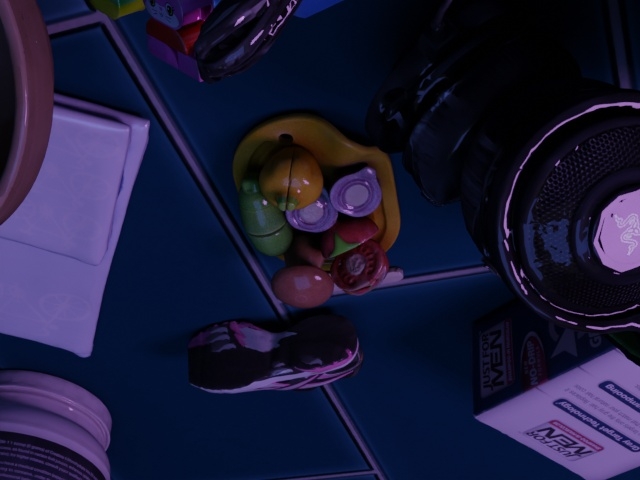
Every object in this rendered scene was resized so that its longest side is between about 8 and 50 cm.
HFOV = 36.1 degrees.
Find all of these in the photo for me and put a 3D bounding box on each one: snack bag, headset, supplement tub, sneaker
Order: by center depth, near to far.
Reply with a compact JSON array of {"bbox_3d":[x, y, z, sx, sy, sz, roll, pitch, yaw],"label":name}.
[{"bbox_3d":[0.097,-0.041,0.578,0.185,0.243,0.394,-39,134,2],"label":"headset"},{"bbox_3d":[-0.331,-0.024,0.826,0.323,0.037,0.342,15,138,-11],"label":"snack bag"},{"bbox_3d":[-0.041,0.122,0.939,0.178,0.072,0.077,-5,149,20],"label":"sneaker"},{"bbox_3d":[-0.324,0.291,1.005,0.191,0.272,0.191,3,139,3],"label":"supplement tub"}]

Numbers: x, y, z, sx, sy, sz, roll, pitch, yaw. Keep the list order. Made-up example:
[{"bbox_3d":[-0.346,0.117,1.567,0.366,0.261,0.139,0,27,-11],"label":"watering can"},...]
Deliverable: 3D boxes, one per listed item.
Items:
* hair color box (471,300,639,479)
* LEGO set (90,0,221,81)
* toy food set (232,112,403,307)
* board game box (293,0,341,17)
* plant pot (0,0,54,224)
[{"bbox_3d":[0.309,0.075,0.816,0.174,0.105,0.347,32,132,-27],"label":"hair color box"},{"bbox_3d":[-0.104,-0.184,0.557,0.227,0.087,0.093,34,139,38],"label":"LEGO set"},{"bbox_3d":[0.000,0.000,0.789,0.128,0.071,0.217,-4,138,11],"label":"toy food set"},{"bbox_3d":[0.006,-0.213,0.574,0.169,0.033,0.133,-20,123,27],"label":"board game box"},{"bbox_3d":[-0.253,-0.112,0.624,0.237,0.110,0.237,6,107,21],"label":"plant pot"}]
